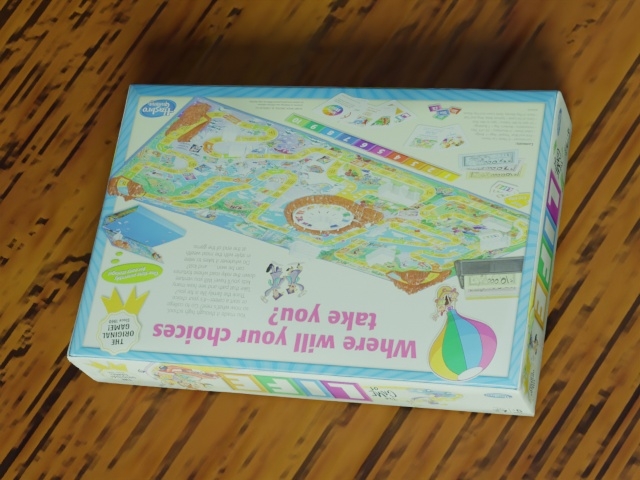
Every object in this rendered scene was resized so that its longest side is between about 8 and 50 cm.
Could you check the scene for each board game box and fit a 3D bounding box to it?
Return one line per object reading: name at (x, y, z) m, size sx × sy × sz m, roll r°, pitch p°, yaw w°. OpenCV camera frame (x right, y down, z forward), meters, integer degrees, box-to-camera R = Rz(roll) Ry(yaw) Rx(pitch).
board game box at (0.000, 0.000, 0.573) m, size 0.154 × 0.026 × 0.103 m, roll 3°, pitch 68°, yaw 20°
